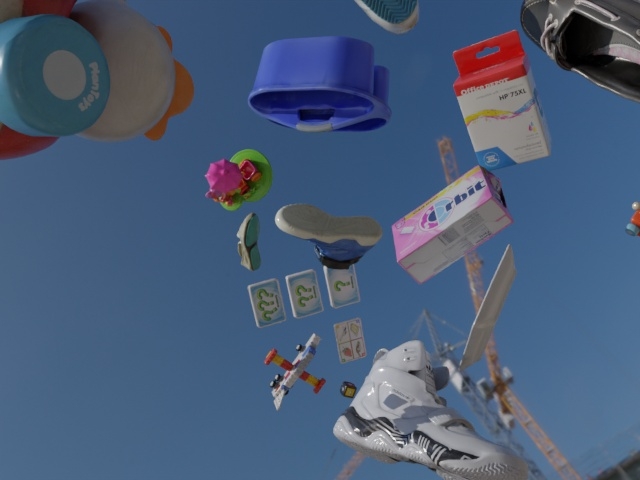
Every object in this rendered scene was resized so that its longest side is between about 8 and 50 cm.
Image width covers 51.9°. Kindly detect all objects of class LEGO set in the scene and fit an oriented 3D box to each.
[{"bbox_3d":[-0.007,0.170,1.096,0.183,0.060,0.244,-14,-73,-13],"label":"LEGO set"}]

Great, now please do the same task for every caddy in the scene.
[{"bbox_3d":[0.000,-0.333,1.511,0.241,0.342,0.179,29,-112,-62],"label":"caddy"}]

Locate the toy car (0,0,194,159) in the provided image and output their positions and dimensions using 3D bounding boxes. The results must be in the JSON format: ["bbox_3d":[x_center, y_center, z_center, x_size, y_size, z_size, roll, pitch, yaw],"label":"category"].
[{"bbox_3d":[-0.192,-0.161,0.516,0.238,0.219,0.210,-1,-85,-57],"label":"toy car"}]

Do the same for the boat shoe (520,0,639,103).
[{"bbox_3d":[0.363,-0.256,0.845,0.096,0.335,0.112,-30,-48,-15],"label":"boat shoe"}]

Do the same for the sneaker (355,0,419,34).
[{"bbox_3d":[0.063,-0.404,1.004,0.087,0.228,0.092,-38,-11,9],"label":"sneaker"}]

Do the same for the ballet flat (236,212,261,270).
[{"bbox_3d":[-0.174,0.003,1.544,0.057,0.052,0.168,-43,-35,-44],"label":"ballet flat"}]

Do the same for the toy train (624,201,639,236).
[{"bbox_3d":[0.527,-0.049,0.988,0.166,0.046,0.125,-48,-46,-12],"label":"toy train"}]

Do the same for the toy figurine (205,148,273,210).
[{"bbox_3d":[-0.219,-0.136,1.549,0.173,0.130,0.159,-45,-12,21],"label":"toy figurine"}]

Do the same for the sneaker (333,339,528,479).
[{"bbox_3d":[0.200,0.295,1.147,0.137,0.366,0.210,45,-120,-38],"label":"sneaker"}]

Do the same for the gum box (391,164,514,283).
[{"bbox_3d":[0.207,-0.029,1.037,0.188,0.107,0.062,-36,-64,22],"label":"gum box"}]

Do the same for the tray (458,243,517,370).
[{"bbox_3d":[0.273,0.123,1.066,0.145,0.030,0.270,-62,-17,-20],"label":"tray"}]

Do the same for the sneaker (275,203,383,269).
[{"bbox_3d":[0.000,0.001,0.879,0.152,0.058,0.084,5,-41,-29],"label":"sneaker"}]

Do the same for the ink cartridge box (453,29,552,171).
[{"bbox_3d":[0.339,-0.259,1.238,0.134,0.078,0.231,-14,-68,29],"label":"ink cartridge box"}]
